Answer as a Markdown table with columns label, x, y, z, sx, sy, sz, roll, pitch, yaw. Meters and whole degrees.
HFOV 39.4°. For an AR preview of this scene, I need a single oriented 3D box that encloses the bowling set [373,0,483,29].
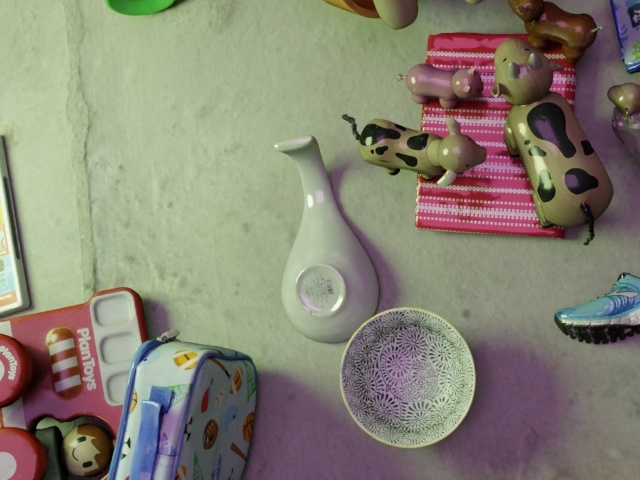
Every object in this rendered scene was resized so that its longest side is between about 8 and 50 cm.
| label | x | y | z | sx | sy | sz | roll | pitch | yaw |
| --- | --- | --- | --- | --- | --- | --- | --- | --- | --- |
| bowling set | 0.191 | -0.393 | 1.086 | 0.199 | 0.154 | 0.287 | 12 | 54 | 41 |

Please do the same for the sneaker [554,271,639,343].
| label | x | y | z | sx | sy | sz | roll | pitch | yaw |
| --- | --- | --- | --- | --- | --- | --- | --- | --- | --- |
| sneaker | 0.365 | 0.078 | 1.087 | 0.162 | 0.063 | 0.073 | -11 | 60 | 10 |

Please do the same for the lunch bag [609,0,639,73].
| label | x | y | z | sx | sy | sz | roll | pitch | yaw |
| --- | --- | --- | --- | --- | --- | --- | --- | --- | --- |
| lunch bag | 0.440 | -0.288 | 1.103 | 0.151 | 0.096 | 0.129 | -14 | 79 | 29 |

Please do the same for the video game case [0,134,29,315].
| label | x | y | z | sx | sy | sz | roll | pitch | yaw |
| --- | --- | --- | --- | --- | --- | --- | --- | --- | --- |
| video game case | -0.566 | -0.007 | 1.389 | 0.204 | 0.025 | 0.285 | -17 | 76 | 13 |

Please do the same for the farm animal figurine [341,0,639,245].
| label | x | y | z | sx | sy | sz | roll | pitch | yaw |
| --- | --- | --- | --- | --- | --- | --- | --- | --- | --- |
| farm animal figurine | 0.232 | -0.138 | 1.064 | 0.330 | 0.172 | 0.327 | -41 | 76 | 6 |

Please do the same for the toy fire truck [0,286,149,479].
| label | x | y | z | sx | sy | sz | roll | pitch | yaw |
| --- | --- | --- | --- | --- | --- | --- | --- | --- | --- |
| toy fire truck | -0.343 | 0.231 | 1.223 | 0.253 | 0.169 | 0.302 | -13 | 78 | -5 |

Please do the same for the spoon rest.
| label | x | y | z | sx | sy | sz | roll | pitch | yaw |
| --- | --- | --- | --- | --- | --- | --- | --- | --- | --- |
| spoon rest | 0.000 | 0.000 | 1.201 | 0.137 | 0.084 | 0.277 | -9 | 92 | 16 |

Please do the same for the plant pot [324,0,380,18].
| label | x | y | z | sx | sy | sz | roll | pitch | yaw |
| --- | --- | --- | --- | --- | --- | --- | --- | --- | --- |
| plant pot | 0.019 | -0.455 | 1.171 | 0.203 | 0.291 | 0.291 | 23 | 88 | 35 |

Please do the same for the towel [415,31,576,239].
| label | x | y | z | sx | sy | sz | roll | pitch | yaw |
| --- | --- | --- | --- | --- | --- | --- | --- | --- | --- |
| towel | 0.229 | -0.143 | 1.171 | 0.198 | 0.031 | 0.275 | 4 | 84 | 15 |

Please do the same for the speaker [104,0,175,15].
| label | x | y | z | sx | sy | sz | roll | pitch | yaw |
| --- | --- | --- | --- | --- | --- | --- | --- | --- | --- |
| speaker | -0.291 | -0.495 | 1.337 | 0.131 | 0.131 | 0.297 | -15 | 77 | 14 |

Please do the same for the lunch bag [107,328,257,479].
| label | x | y | z | sx | sy | sz | roll | pitch | yaw |
| --- | --- | --- | --- | --- | --- | --- | --- | --- | --- |
| lunch bag | -0.179 | 0.265 | 1.112 | 0.114 | 0.243 | 0.304 | 7 | 84 | 17 |

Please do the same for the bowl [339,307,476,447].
| label | x | y | z | sx | sy | sz | roll | pitch | yaw |
| --- | --- | --- | --- | --- | --- | --- | --- | --- | --- |
| bowl | 0.115 | 0.172 | 1.125 | 0.170 | 0.080 | 0.170 | -3 | 80 | 16 |
